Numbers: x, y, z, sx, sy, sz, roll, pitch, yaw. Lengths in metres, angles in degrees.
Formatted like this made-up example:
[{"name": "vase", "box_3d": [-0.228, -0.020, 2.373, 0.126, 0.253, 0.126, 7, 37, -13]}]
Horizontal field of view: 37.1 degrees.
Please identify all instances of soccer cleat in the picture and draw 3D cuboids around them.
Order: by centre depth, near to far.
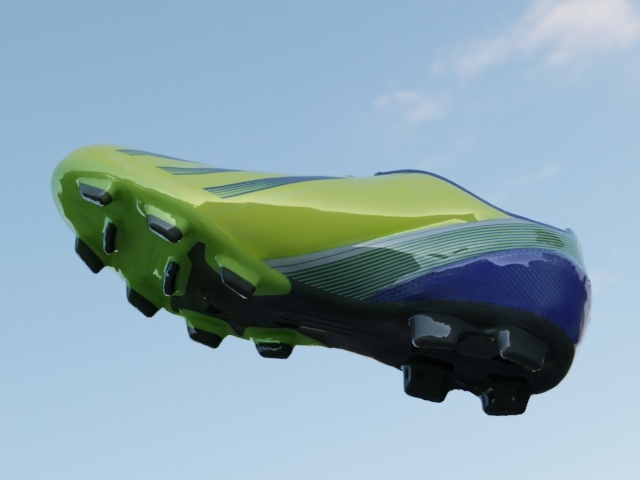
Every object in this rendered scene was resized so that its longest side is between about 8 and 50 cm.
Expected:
[{"name": "soccer cleat", "box_3d": [0.000, 0.001, 0.512, 0.289, 0.121, 0.093, 17, -40, 8]}]
